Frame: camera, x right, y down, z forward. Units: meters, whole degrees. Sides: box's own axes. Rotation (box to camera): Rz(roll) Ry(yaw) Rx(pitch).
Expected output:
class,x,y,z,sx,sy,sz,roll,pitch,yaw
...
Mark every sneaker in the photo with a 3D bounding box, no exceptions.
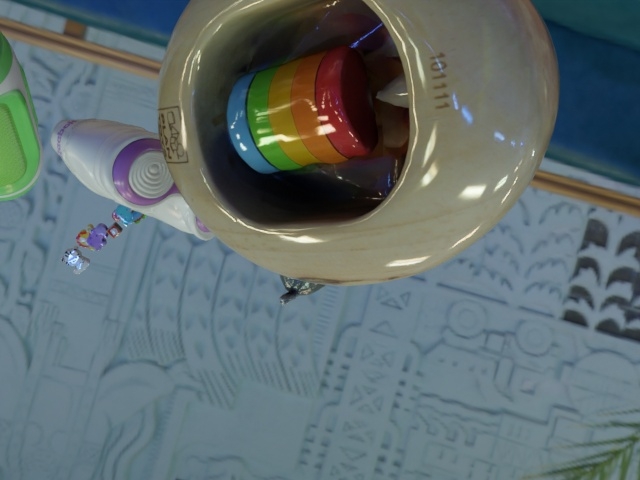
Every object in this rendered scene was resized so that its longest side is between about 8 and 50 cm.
class,x,y,z,sx,sy,sz,roll,pitch,yaw
sneaker,-0.206,-0.088,0.980,0.152,0.114,0.305,23,176,24

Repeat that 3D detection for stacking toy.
class,x,y,z,sx,sy,sz,roll,pitch,yaw
stacking toy,-0.428,-0.036,1.598,0.052,0.221,0.167,49,-172,-17

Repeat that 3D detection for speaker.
class,x,y,z,sx,sy,sz,roll,pitch,yaw
speaker,-0.443,-0.163,1.019,0.131,0.131,0.296,16,155,-4

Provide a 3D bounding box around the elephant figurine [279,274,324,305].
class,x,y,z,sx,sy,sz,roll,pitch,yaw
elephant figurine,0.000,0.000,1.723,0.169,0.239,0.186,-1,-127,-38

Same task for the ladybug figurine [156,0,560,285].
class,x,y,z,sx,sy,sz,roll,pitch,yaw
ladybug figurine,0.017,-0.118,0.700,0.449,0.305,0.162,3,-165,45
